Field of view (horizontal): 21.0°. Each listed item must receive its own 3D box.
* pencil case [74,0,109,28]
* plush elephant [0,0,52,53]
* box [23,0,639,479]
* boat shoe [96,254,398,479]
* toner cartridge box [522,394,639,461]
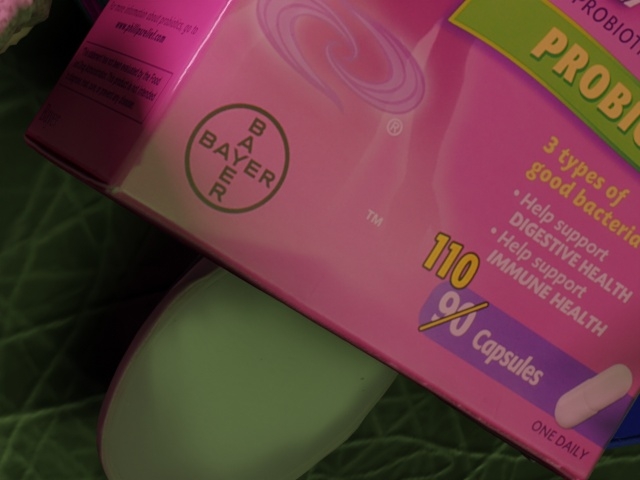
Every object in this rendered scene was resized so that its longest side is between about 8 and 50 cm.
[{"bbox_3d":[-0.065,-0.089,0.673,0.070,0.064,0.152,-43,126,-23],"label":"pencil case"},{"bbox_3d":[-0.232,-0.047,0.478,0.271,0.255,0.330,5,108,-31],"label":"plush elephant"},{"bbox_3d":[0.056,-0.075,0.621,0.213,0.117,0.243,34,87,-26],"label":"box"},{"bbox_3d":[0.000,0.000,0.735,0.096,0.088,0.267,37,84,-17],"label":"boat shoe"},{"bbox_3d":[0.167,-0.077,0.804,0.165,0.075,0.348,-6,113,-29],"label":"toner cartridge box"}]
